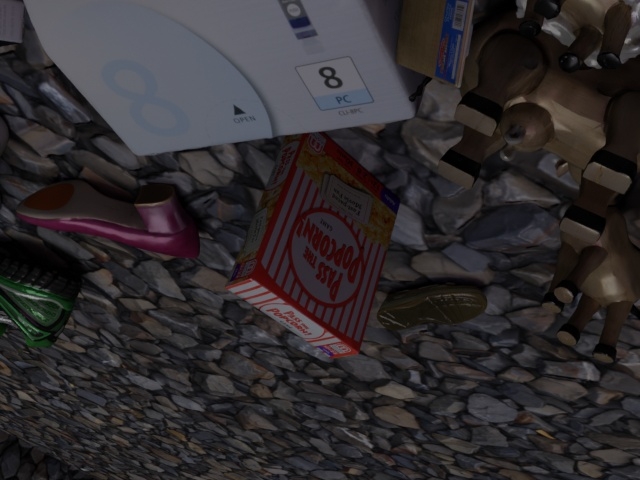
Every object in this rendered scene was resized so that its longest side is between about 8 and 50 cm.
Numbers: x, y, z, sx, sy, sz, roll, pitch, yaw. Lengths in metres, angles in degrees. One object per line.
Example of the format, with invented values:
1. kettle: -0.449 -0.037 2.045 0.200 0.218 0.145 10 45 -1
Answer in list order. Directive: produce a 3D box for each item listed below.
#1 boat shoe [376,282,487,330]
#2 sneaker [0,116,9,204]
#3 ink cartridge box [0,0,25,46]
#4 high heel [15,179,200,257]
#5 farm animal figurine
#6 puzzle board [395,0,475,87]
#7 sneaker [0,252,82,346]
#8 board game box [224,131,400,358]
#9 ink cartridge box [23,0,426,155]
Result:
1. boat shoe: 0.144 0.079 0.963 0.153 0.048 0.056 -19 121 36
2. sneaker: -0.518 -0.053 0.997 0.135 0.150 0.366 27 148 -12
3. ink cartridge box: -0.399 -0.201 0.650 0.208 0.045 0.206 0 -173 -43
4. high heel: -0.282 -0.019 0.994 0.243 0.082 0.117 -4 134 12
5. farm animal figurine: 0.234 -0.070 0.570 0.326 0.172 0.330 34 154 -1
6. puzzle board: 0.082 -0.174 0.494 0.011 0.096 0.128 -2 113 -19
7. sneaker: -0.572 0.080 1.204 0.343 0.147 0.134 16 177 6
8. board game box: 0.000 0.000 0.761 0.146 0.194 0.045 37 145 -29
9. ink cartridge box: -0.123 -0.231 0.564 0.308 0.091 0.385 -2 144 31
